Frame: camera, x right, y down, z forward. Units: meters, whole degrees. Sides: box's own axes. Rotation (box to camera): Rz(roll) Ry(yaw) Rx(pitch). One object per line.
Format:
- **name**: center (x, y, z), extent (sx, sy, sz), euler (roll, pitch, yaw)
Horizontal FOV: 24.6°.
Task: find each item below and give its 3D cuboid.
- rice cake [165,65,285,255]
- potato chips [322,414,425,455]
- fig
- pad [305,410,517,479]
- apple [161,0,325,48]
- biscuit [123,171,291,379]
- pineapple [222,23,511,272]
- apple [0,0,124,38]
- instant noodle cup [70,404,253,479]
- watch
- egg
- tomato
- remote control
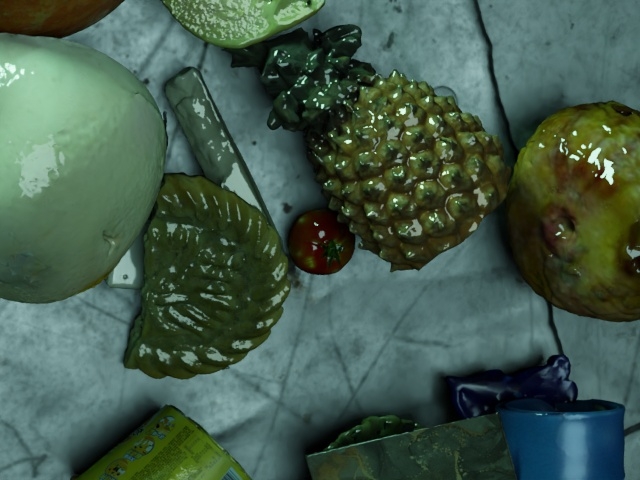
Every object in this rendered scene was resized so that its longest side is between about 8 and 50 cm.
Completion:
- **rice cake**: center (-0.113, -0.087, 1.759), extent (0.052, 0.057, 0.256), euler (-30, 101, -23)
- **potato chips**: center (0.055, 0.435, 1.909), extent (0.373, 0.097, 0.389), euler (-37, 108, -8)
- **fig**: center (0.413, -0.062, 1.894), extent (0.368, 0.286, 0.286), euler (-27, 110, -45)
- **pad**: center (0.148, 0.405, 1.842), extent (0.247, 0.007, 0.368), euler (-15, 105, 5)
- **apple**: center (-0.116, -0.357, 1.699), extent (0.193, 0.120, 0.265), euler (-19, 102, -2)
- **biscuit**: center (-0.129, 0.055, 1.750), extent (0.187, 0.036, 0.273), euler (7, 115, -7)
- **pineapple**: center (0.048, -0.142, 1.755), extent (0.357, 0.223, 0.223), euler (44, 84, -9)
- **apple**: center (-0.316, -0.341, 1.541), extent (0.301, 0.301, 0.301), euler (-3, 101, -19)
- **instant noodle cup**: center (-0.178, 0.302, 1.756), extent (0.153, 0.205, 0.205), euler (-47, 111, -13)
- **watch**: center (0.290, 0.248, 1.883), extent (0.196, 0.200, 0.171), euler (-10, 96, -17)
- **egg**: center (-0.317, -0.052, 1.566), extent (0.337, 0.201, 0.337), euler (-9, 141, -7)
- **tomato**: center (0.000, 0.000, 1.825), extent (0.087, 0.075, 0.087), euler (-12, 115, -28)
- **remote control**: center (-0.165, 0.021, 1.792), extent (0.190, 0.029, 0.087), euler (4, 99, -20)
